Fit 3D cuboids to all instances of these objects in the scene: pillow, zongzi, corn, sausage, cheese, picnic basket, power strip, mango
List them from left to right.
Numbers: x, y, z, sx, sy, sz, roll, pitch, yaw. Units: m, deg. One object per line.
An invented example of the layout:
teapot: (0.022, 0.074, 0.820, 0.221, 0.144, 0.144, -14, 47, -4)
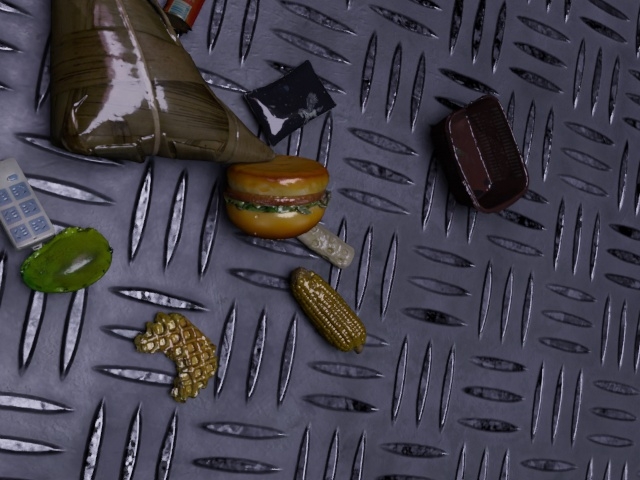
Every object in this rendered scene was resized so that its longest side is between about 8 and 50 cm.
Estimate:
power strip: (-0.585, -0.069, 1.510, 0.081, 0.035, 0.192, -27, 85, -29)
mango: (-0.497, 0.045, 1.550, 0.178, 0.100, 0.119, -25, 60, -23)
zongzi: (-0.313, -0.405, 1.612, 0.467, 0.218, 0.499, -1, 90, -33)
sausage: (-0.267, -0.581, 1.732, 0.083, 0.083, 0.264, 31, 71, -26)
pillow: (-0.069, -0.325, 1.850, 0.208, 0.055, 0.141, -34, 98, -28)
cheese: (0.000, 0.000, 1.882, 0.194, 0.043, 0.065, 37, 69, -25)
corn: (0.020, 0.168, 1.857, 0.097, 0.097, 0.261, -46, 109, -25)
picnic basket: (0.410, -0.218, 2.092, 0.222, 0.129, 0.296, -29, 101, -27)

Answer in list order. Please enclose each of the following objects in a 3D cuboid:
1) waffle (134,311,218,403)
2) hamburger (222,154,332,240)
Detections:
waffle: (-0.305, 0.246, 1.681, 0.194, 0.051, 0.149, 47, 64, -21)
hamburger: (-0.092, -0.089, 1.726, 0.246, 0.246, 0.170, -6, 110, -31)
